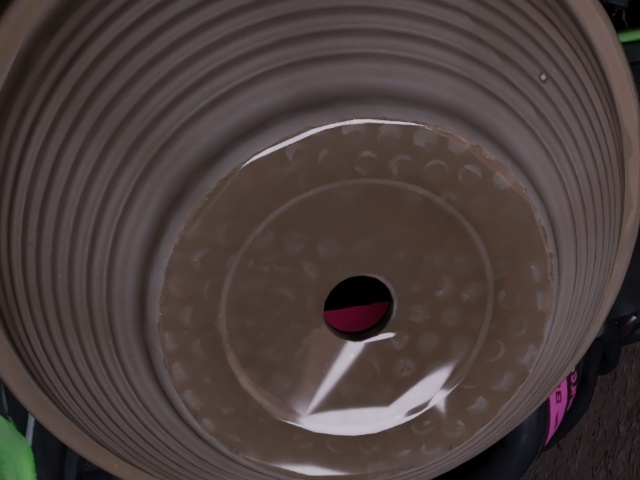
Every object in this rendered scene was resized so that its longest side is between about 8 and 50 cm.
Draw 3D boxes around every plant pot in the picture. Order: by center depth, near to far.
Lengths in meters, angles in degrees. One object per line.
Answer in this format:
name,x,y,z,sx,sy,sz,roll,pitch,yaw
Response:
plant pot,0.000,0.000,0.461,0.237,0.110,0.237,-4,113,-9

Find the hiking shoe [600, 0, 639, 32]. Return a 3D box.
hiking shoe,0.201,-0.126,0.935,0.304,0.132,0.113,-3,108,-52

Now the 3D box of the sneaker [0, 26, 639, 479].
sneaker,0.079,0.039,0.682,0.483,0.202,0.185,-19,127,-18
